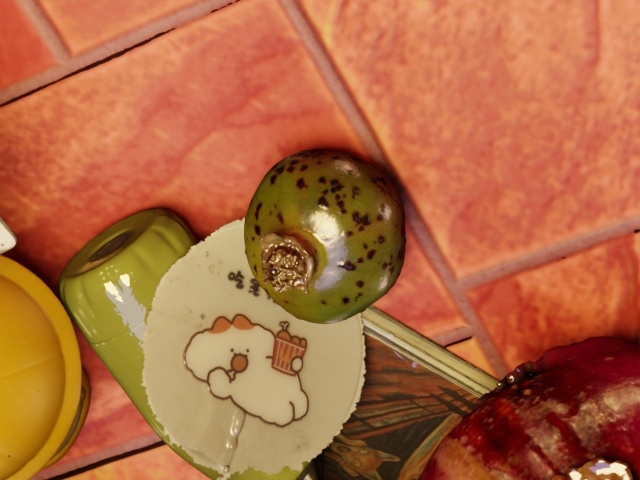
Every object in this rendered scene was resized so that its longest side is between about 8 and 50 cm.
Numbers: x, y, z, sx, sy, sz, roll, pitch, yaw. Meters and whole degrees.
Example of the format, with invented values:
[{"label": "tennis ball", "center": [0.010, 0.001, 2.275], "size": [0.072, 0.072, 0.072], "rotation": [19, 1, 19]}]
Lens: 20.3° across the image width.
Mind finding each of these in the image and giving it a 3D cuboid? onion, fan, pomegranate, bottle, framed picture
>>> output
[{"label": "onion", "center": [0.241, 0.262, 1.236], "size": [0.347, 0.385, 0.348], "rotation": [-9, 120, -17]}, {"label": "fan", "center": [-0.063, 0.146, 1.299], "size": [0.190, 0.329, 0.009], "rotation": [24, 166, -29]}, {"label": "pomegranate", "center": [0.005, -0.002, 1.271], "size": [0.130, 0.130, 0.130], "rotation": [5, 123, 8]}, {"label": "bottle", "center": [-0.087, 0.105, 1.358], "size": [0.112, 0.112, 0.260], "rotation": [-25, 109, 25]}, {"label": "framed picture", "center": [0.055, 0.165, 1.434], "size": [0.273, 0.016, 0.216], "rotation": [30, 123, -8]}]

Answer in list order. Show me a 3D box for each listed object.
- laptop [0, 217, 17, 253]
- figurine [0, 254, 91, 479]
[{"label": "laptop", "center": [-0.360, -0.008, 1.181], "size": [0.269, 0.015, 0.188], "rotation": [-23, 128, 16]}, {"label": "figurine", "center": [-0.252, 0.107, 1.333], "size": [0.167, 0.257, 0.192], "rotation": [23, 87, 23]}]
